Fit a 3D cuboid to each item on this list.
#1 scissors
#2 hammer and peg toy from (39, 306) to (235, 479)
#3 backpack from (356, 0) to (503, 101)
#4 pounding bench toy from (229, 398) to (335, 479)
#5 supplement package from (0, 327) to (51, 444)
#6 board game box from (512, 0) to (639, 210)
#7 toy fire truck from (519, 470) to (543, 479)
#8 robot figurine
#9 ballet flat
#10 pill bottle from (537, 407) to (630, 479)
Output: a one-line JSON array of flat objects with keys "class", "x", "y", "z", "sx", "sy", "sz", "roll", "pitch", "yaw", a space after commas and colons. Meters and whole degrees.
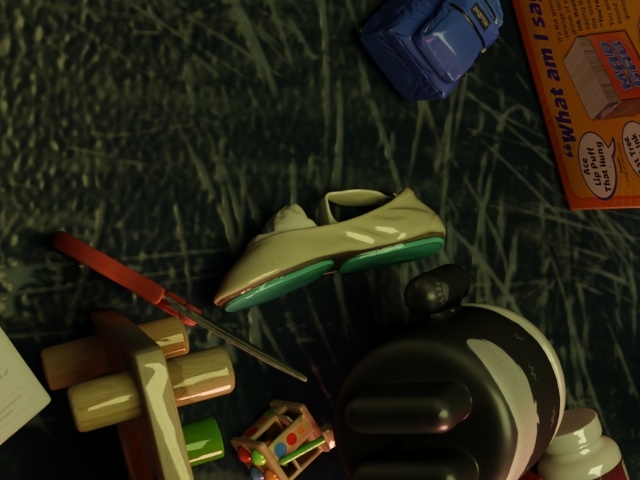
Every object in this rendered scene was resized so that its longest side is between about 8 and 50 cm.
[{"class": "scissors", "x": -0.120, "y": 0.050, "z": 1.418, "sx": 0.109, "sy": 0.297, "sz": 0.021, "roll": 34, "pitch": 86, "yaw": -33}, {"class": "hammer and peg toy", "x": -0.114, "y": 0.241, "z": 1.441, "sx": 0.127, "sy": 0.266, "sz": 0.361, "roll": -14, "pitch": 98, "yaw": -13}, {"class": "backpack", "x": 0.117, "y": -0.198, "z": 1.686, "sx": 0.120, "sy": 0.101, "sz": 0.098, "roll": -52, "pitch": 123, "yaw": -26}, {"class": "pounding bench toy", "x": -0.029, "y": 0.184, "z": 1.601, "sx": 0.065, "sy": 0.083, "sz": 0.052, "roll": -42, "pitch": 112, "yaw": -27}, {"class": "supplement package", "x": -0.371, "y": 0.051, "z": 1.318, "sx": 0.177, "sy": 0.175, "sz": 0.293, "roll": -40, "pitch": 111, "yaw": -25}, {"class": "board game box", "x": 0.433, "y": -0.254, "z": 1.738, "sx": 0.356, "sy": 0.356, "sz": 0.356, "roll": -24, "pitch": 103, "yaw": -32}, {"class": "toy fire truck", "x": 0.168, "y": 0.288, "z": 1.701, "sx": 0.135, "sy": 0.192, "sz": 0.047, "roll": -23, "pitch": 103, "yaw": -2}, {"class": "robot figurine", "x": 0.113, "y": 0.151, "z": 1.604, "sx": 0.209, "sy": 0.173, "sz": 0.278, "roll": -59, "pitch": 166, "yaw": 21}, {"class": "ballet flat", "x": 0.000, "y": 0.000, "z": 1.632, "sx": 0.248, "sy": 0.086, "sz": 0.086, "roll": -14, "pitch": 98, "yaw": -34}, {"class": "pill bottle", "x": 0.265, "y": 0.248, "z": 1.795, "sx": 0.086, "sy": 0.086, "sz": 0.152, "roll": -28, "pitch": 105, "yaw": -30}]
